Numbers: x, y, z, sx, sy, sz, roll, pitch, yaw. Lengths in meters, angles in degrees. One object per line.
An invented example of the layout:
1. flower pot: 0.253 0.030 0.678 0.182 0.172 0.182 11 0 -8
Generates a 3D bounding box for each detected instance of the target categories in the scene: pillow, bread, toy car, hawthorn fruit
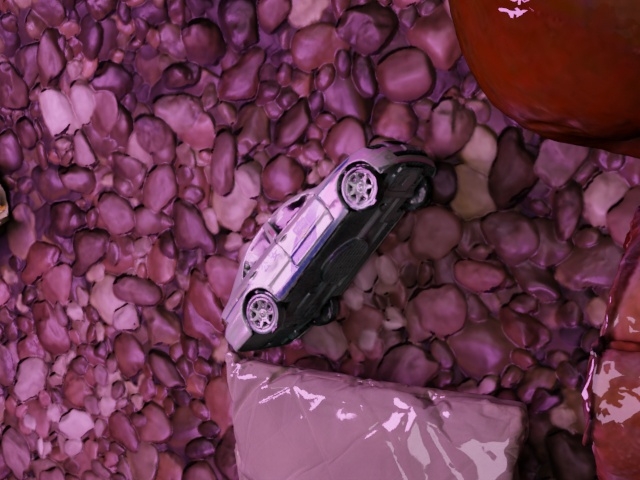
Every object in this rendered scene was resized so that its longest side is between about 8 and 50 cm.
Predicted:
1. pillow: 0.041 0.241 0.893 0.274 0.076 0.281 6 104 33
2. bread: 0.232 0.087 0.680 0.123 0.244 0.190 9 106 19
3. toy car: 0.000 0.000 0.885 0.076 0.090 0.224 49 116 24
4. hawthorn fruit: 0.203 -0.164 0.659 0.267 0.267 0.301 7 100 30

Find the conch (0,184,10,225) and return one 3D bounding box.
1. conch: -0.458 -0.038 1.123 0.250 0.137 0.143 -24 82 30
